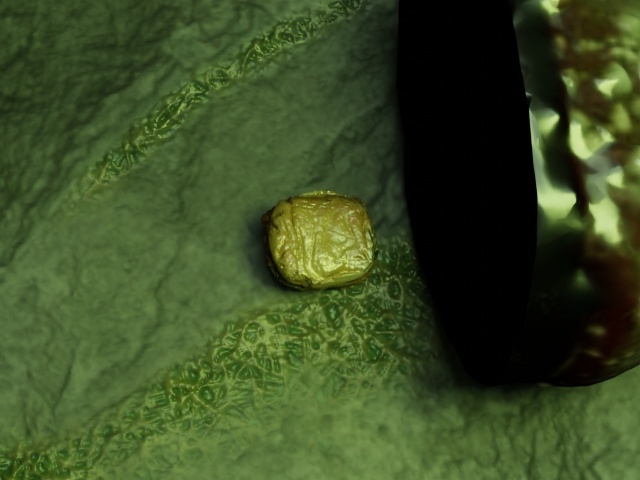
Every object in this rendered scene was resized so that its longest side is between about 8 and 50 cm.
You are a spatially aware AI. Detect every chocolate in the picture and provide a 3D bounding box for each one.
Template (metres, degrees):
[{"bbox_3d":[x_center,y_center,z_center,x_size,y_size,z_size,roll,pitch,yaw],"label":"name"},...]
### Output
[{"bbox_3d":[0.190,-0.067,1.370,0.210,0.225,0.340,0,68,-21],"label":"chocolate"}]

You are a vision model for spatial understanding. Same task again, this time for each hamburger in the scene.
[{"bbox_3d":[0.000,0.000,1.391,0.083,0.044,0.076,-2,71,-11],"label":"hamburger"}]
